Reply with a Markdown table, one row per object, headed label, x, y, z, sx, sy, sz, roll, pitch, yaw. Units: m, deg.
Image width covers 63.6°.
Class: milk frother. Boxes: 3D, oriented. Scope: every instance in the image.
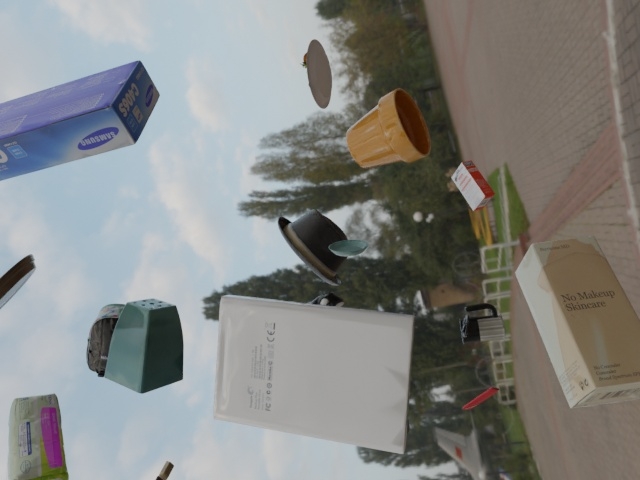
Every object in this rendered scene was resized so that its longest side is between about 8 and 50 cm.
| label | x | y | z | sx | sy | sz | roll | pitch | yaw |
| --- | --- | --- | --- | --- | --- | --- | --- | --- | --- |
| milk frother | 0.515 | 0.278 | 1.644 | 0.143 | 0.135 | 0.129 | -63 | -38 | -69 |

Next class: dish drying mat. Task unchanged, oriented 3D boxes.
| label | x | y | z | sx | sy | sz | roll | pitch | yaw |
| --- | --- | --- | --- | --- | --- | --- | --- | --- | --- |
| dish drying mat | 0.343 | 0.339 | 1.104 | 0.032 | 0.083 | 0.008 | 24 | -147 | -41 |

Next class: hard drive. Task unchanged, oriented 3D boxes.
| label | x | y | z | sx | sy | sz | roll | pitch | yaw |
| --- | --- | --- | --- | --- | --- | --- | --- | --- | --- |
| hard drive | -0.016 | 0.209 | 0.836 | 0.040 | 0.319 | 0.210 | -2 | -83 | -74 |

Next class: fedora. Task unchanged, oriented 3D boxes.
| label | x | y | z | sx | sy | sz | roll | pitch | yaw |
| --- | --- | --- | --- | --- | --- | --- | --- | --- | --- |
| fedora | 0.000 | 0.000 | 1.853 | 0.334 | 0.152 | 0.334 | 44 | -171 | -8 |

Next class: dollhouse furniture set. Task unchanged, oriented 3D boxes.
| label | x | y | z | sx | sy | sz | roll | pitch | yaw |
| --- | --- | --- | --- | --- | --- | --- | --- | --- | --- |
| dollhouse furniture set | -0.529 | 0.818 | 1.737 | 0.091 | 0.081 | 0.114 | 47 | -156 | -12 |

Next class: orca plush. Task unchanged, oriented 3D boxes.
| label | x | y | z | sx | sy | sz | roll | pitch | yaw |
| --- | --- | --- | --- | --- | --- | --- | --- | --- | --- |
| orca plush | -0.067 | 0.238 | 1.440 | 0.102 | 0.287 | 0.151 | 45 | -161 | 13 |

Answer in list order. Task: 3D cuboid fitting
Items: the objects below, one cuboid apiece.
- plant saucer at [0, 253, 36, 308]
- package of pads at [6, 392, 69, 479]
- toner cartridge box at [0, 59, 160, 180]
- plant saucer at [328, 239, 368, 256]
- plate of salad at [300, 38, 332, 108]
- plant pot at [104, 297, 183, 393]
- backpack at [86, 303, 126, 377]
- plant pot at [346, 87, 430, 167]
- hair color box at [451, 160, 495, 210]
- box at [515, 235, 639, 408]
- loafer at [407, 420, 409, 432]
| label | x | y | z | sx | sy | sz | roll | pitch | yaw |
| --- | --- | --- | --- | --- | --- | --- | --- | --- | --- |
| plant saucer | -0.921 | 0.156 | 1.487 | 0.041 | 0.278 | 0.278 | 42 | -154 | -16 |
| package of pads | -0.569 | 0.498 | 1.031 | 0.229 | 0.101 | 0.296 | 42 | 125 | 50 |
| toner cartridge box | -0.465 | -0.197 | 0.887 | 0.165 | 0.348 | 0.075 | -88 | -18 | -45 |
| plant saucer | 0.085 | 0.025 | 1.548 | 0.119 | 0.119 | 0.021 | -60 | -34 | -70 |
| plate of salad | -0.011 | -0.493 | 1.539 | 0.200 | 0.048 | 0.200 | -3 | -90 | -69 |
| plant pot | -0.514 | 0.301 | 1.545 | 0.166 | 0.165 | 0.234 | -1 | -79 | -60 |
| backpack | -0.722 | 0.351 | 1.886 | 0.191 | 0.225 | 0.253 | -94 | 17 | -61 |
| plant pot | 0.186 | -0.301 | 1.486 | 0.205 | 0.188 | 0.205 | 33 | -133 | -43 |
| hair color box | 0.570 | -0.206 | 1.933 | 0.167 | 0.053 | 0.093 | 63 | 153 | 25 |
| box | 0.520 | 0.155 | 1.023 | 0.121 | 0.148 | 0.311 | 88 | 173 | -55 |
| loafer | 0.239 | 0.646 | 1.904 | 0.267 | 0.096 | 0.084 | 19 | 141 | 55 |
